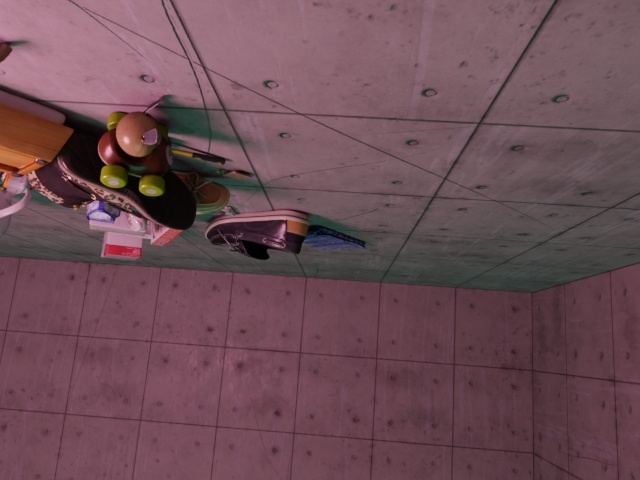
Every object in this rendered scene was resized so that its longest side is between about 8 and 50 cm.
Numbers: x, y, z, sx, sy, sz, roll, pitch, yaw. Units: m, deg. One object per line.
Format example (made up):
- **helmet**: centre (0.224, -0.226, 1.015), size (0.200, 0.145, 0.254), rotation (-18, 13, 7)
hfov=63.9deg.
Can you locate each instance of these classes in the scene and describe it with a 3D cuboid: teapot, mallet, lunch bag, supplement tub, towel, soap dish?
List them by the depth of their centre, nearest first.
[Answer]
- **soap dish**: centre (-0.699, -0.229, 1.049), size (0.228, 0.118, 0.290), rotation (-6, 164, 42)
- **mallet**: centre (-0.311, -0.210, 1.228), size (0.189, 0.039, 0.062), rotation (6, 167, -31)
- **supplement tub**: centre (-0.835, -0.193, 1.280), size (0.190, 0.117, 0.117), rotation (13, 166, -39)
- **lunch bag**: centre (-0.626, -0.128, 1.491), size (0.096, 0.129, 0.151), rotation (7, 166, -19)
- **teapot**: centre (-1.052, -0.120, 1.578), size (0.256, 0.187, 0.252), rotation (37, 138, -16)
- **towel**: centre (0.000, 0.000, 2.117), size (0.243, 0.040, 0.336), rotation (-4, 166, 39)

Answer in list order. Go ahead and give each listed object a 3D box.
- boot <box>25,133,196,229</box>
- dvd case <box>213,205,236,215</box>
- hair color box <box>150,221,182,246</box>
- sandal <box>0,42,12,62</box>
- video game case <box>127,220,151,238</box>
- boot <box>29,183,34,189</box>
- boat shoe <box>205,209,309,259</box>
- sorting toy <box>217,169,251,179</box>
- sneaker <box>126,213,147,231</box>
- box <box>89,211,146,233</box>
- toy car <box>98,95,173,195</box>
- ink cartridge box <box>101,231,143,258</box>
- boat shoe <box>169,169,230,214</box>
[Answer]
- **boot**: centre (-0.532, -0.131, 1.305), size (0.284, 0.138, 0.377), rotation (-1, 161, 39)
- **dvd case**: centre (-0.362, -0.106, 1.791), size (0.119, 0.013, 0.087), rotation (3, 168, 2)
- **hair color box**: centre (-0.523, -0.057, 1.772), size (0.167, 0.093, 0.053), rotation (-30, 147, 36)
- **sandal**: centre (-0.584, -0.301, 0.819), size (0.180, 0.072, 0.049), rotation (6, 148, 11)
- **video game case**: centre (-0.636, -0.073, 1.835), size (0.183, 0.023, 0.201), rotation (11, 142, -30)
- **boot**: centre (-0.837, -0.173, 1.592), size (0.114, 0.037, 0.106), rotation (5, 172, -26)
- **boat shoe**: centre (-0.252, -0.009, 1.886), size (0.500, 0.156, 0.186), rotation (-3, 168, 39)
- **sorting toy**: centre (-0.235, -0.180, 1.385), size (0.083, 0.012, 0.062), rotation (11, 172, -44)
- **sneaker**: centre (-0.510, -0.109, 1.502), size (0.115, 0.090, 0.232), rotation (-9, -143, -16)
- **box**: centre (-0.648, -0.093, 1.667), size (0.170, 0.130, 0.091), rotation (10, 167, -22)
- **toy car**: centre (-0.346, -0.202, 1.020), size (0.148, 0.155, 0.188), rotation (12, 154, -34)
- **ink cartridge box**: centre (-0.747, -0.021, 1.948), size (0.127, 0.176, 0.128), rotation (8, 169, -30)
- **boat shoe**: centre (-0.394, -0.140, 1.410), size (0.285, 0.105, 0.089), rotation (7, 163, 3)
